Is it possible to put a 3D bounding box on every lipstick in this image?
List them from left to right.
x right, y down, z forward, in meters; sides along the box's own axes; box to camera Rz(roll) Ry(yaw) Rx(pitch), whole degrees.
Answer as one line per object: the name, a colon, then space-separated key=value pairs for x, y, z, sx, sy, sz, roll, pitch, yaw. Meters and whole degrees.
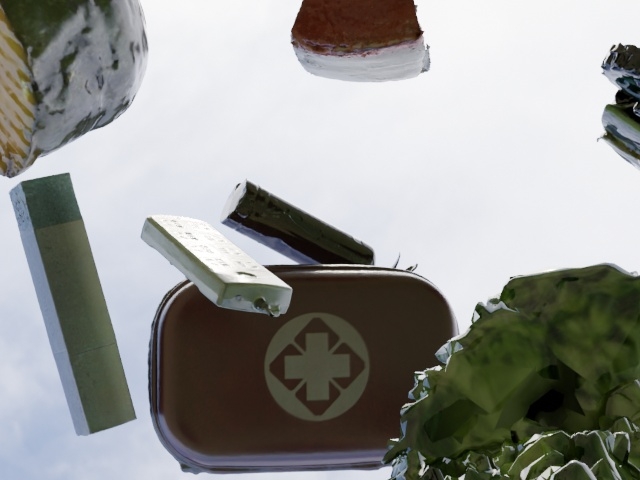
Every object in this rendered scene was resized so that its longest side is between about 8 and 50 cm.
lipstick: x=-0.307 y=0.079 z=1.302 sx=0.068 sy=0.066 sz=0.317 roll=-15 pitch=-92 yaw=-33

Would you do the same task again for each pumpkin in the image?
pumpkin: x=-0.249 y=-0.115 z=0.740 sx=0.190 sy=0.280 sz=0.139 roll=46 pitch=-141 yaw=-5

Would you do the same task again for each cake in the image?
cake: x=0.025 y=-0.322 z=1.313 sx=0.159 sy=0.158 sz=0.262 roll=-16 pitch=-101 yaw=3

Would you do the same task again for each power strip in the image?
power strip: x=-0.103 y=0.022 z=1.028 sx=0.080 sy=0.029 sz=0.227 roll=8 pitch=-164 yaw=-37

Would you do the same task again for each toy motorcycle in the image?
toy motorcycle: x=0.478 y=-0.152 z=1.371 sx=0.237 sy=0.410 sz=0.169 roll=36 pitch=-83 yaw=15

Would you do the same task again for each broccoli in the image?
broccoli: x=0.154 y=0.182 z=0.473 sx=0.317 sy=0.277 sz=0.338 roll=-2 pitch=-158 yaw=44

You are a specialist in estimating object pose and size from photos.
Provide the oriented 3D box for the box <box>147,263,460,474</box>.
box: x=-0.015 y=0.161 z=1.335 sx=0.403 sy=0.108 sz=0.263 roll=-1 pitch=-96 yaw=-9

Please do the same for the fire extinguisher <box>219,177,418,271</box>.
fire extinguisher: x=0.000 y=0.000 z=1.434 sx=0.267 sy=0.089 sz=0.072 roll=28 pitch=-149 yaw=-16
